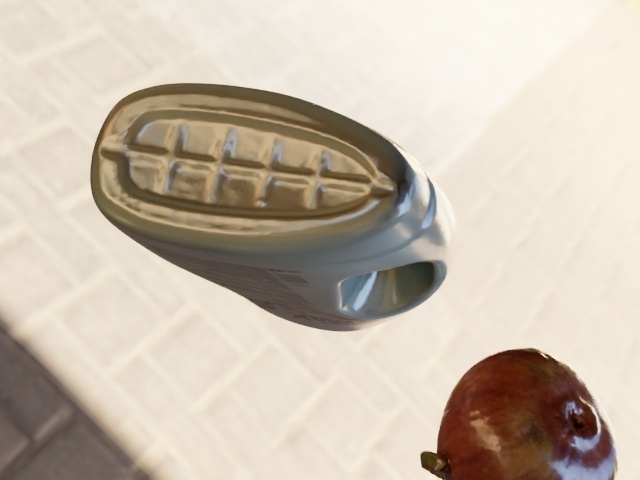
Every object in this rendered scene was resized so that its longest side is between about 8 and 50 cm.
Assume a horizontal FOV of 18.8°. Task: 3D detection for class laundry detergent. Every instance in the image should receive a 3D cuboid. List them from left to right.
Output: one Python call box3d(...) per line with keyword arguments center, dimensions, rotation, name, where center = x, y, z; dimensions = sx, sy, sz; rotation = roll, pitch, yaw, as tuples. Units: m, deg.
box3d(center=(0.000, 0.000, 1.548), dimensions=(0.264, 0.124, 0.398), rotation=(7, -14, 18), name="laundry detergent")

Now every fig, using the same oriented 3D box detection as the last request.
box3d(center=(0.199, 0.211, 1.973), dimensions=(0.205, 0.205, 0.205), rotation=(39, 19, -16), name="fig")
